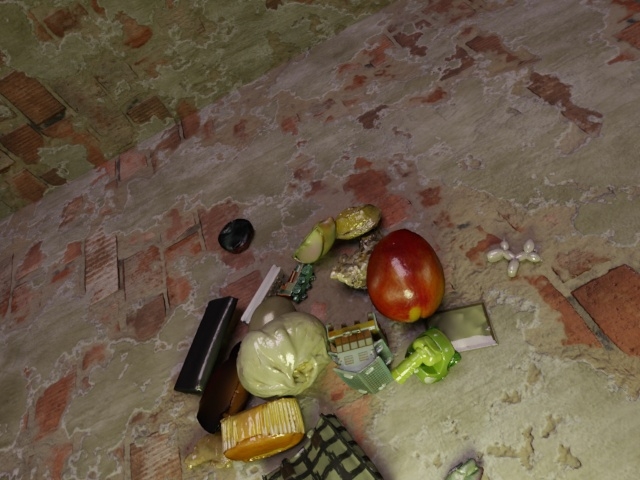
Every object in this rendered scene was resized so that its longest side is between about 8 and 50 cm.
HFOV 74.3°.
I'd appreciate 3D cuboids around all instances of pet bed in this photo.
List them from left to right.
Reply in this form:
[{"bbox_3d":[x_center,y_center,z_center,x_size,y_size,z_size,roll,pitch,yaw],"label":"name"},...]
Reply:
[{"bbox_3d":[-0.422,-0.026,2.115,0.201,0.053,0.201,-11,55,15],"label":"pet bed"}]

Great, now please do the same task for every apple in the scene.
[{"bbox_3d":[0.000,0.000,1.834,0.120,0.265,0.193,46,46,3],"label":"apple"}]

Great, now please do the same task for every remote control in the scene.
[{"bbox_3d":[-0.232,0.247,1.808,0.055,0.103,0.277,15,64,29],"label":"remote control"}]

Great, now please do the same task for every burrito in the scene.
[{"bbox_3d":[0.373,0.770,1.207,0.096,0.066,0.309,23,69,28],"label":"burrito"}]

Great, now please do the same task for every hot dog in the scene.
[{"bbox_3d":[-0.326,0.571,1.617,0.194,0.107,0.326,23,67,40],"label":"hot dog"}]

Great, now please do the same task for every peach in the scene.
[{"bbox_3d":[0.305,0.124,1.532,0.307,0.307,0.333,-6,87,19],"label":"peach"}]

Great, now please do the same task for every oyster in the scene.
[{"bbox_3d":[0.176,0.079,1.732,0.351,0.115,0.237,-30,44,-29],"label":"oyster"}]

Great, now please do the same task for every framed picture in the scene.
[{"bbox_3d":[0.493,0.316,1.509,0.231,0.010,0.173,-14,53,14],"label":"framed picture"}]

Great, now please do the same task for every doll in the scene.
[{"bbox_3d":[0.724,0.054,1.563,0.160,0.059,0.161,-42,51,-7],"label":"doll"}]

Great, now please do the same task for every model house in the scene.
[{"bbox_3d":[0.142,0.395,1.467,0.198,0.224,0.215,-18,51,10],"label":"model house"}]

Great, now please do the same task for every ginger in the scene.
[{"bbox_3d":[-0.394,0.760,1.541,0.213,0.074,0.138,-14,42,20],"label":"ginger"}]

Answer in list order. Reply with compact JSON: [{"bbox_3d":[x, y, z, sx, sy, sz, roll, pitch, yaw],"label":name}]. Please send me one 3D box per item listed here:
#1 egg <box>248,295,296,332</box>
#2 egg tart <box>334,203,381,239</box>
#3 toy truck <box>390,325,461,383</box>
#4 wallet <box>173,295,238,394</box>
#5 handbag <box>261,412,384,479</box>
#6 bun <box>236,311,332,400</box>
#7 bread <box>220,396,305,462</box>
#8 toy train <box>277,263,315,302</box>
[{"bbox_3d":[-0.189,0.338,1.672,0.185,0.186,0.242,13,65,30],"label":"egg"},{"bbox_3d":[0.150,-0.098,1.853,0.252,0.099,0.232,0,36,49],"label":"egg tart"},{"bbox_3d":[0.343,0.382,1.384,0.187,0.210,0.148,-56,49,25],"label":"toy truck"},{"bbox_3d":[-0.476,0.431,1.769,0.228,0.062,0.406,-21,43,47],"label":"wallet"},{"bbox_3d":[0.016,0.765,1.306,0.325,0.163,0.327,-41,46,-11],"label":"handbag"},{"bbox_3d":[-0.108,0.419,1.477,0.365,0.365,0.219,-39,55,-7],"label":"bun"},{"bbox_3d":[-0.198,0.657,1.451,0.287,0.204,0.156,-18,60,3],"label":"bread"},{"bbox_3d":[-0.099,0.179,1.822,0.118,0.074,0.176,6,62,31],"label":"toy train"}]
